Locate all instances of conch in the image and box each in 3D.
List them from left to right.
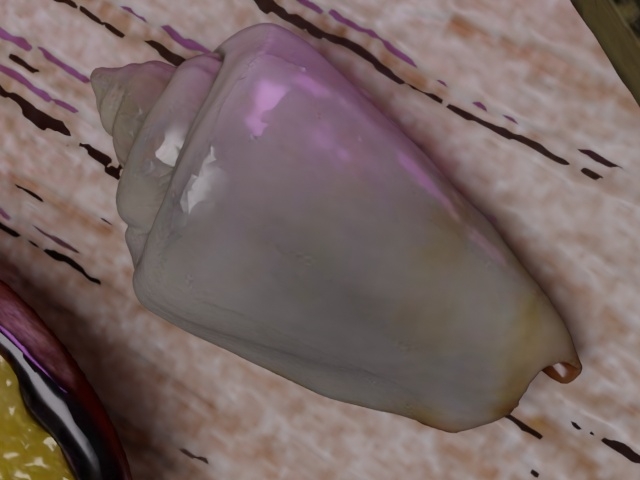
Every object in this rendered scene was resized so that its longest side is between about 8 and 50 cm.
[{"bbox_3d":[-0.001,-0.002,0.552,0.176,0.094,0.104,30,94,-13],"label":"conch"}]

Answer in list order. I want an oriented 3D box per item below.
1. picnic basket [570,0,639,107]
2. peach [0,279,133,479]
[{"bbox_3d":[0.191,-0.037,0.389,0.267,0.165,0.139,59,156,6],"label":"picnic basket"},{"bbox_3d":[-0.185,0.066,0.626,0.279,0.068,0.189,22,113,15],"label":"peach"}]
